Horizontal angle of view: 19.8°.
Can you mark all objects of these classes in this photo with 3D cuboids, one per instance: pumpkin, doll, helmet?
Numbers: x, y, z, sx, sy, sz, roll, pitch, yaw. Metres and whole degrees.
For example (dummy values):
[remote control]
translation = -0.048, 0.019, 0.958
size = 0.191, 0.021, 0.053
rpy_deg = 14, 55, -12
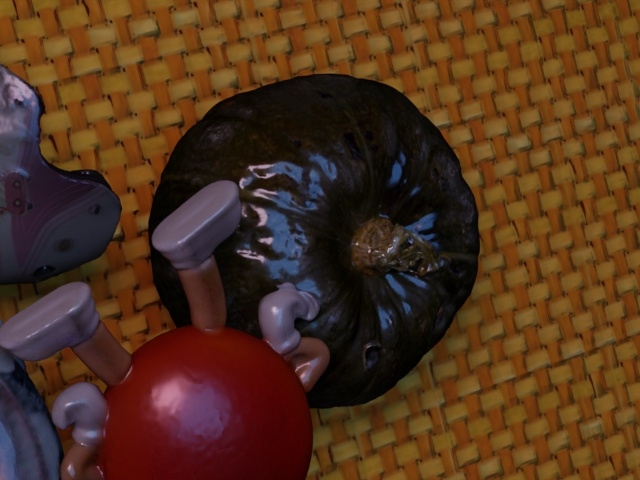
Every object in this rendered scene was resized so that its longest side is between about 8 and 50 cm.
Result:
[pumpkin]
translation = 0.000, 0.000, 1.168
size = 0.223, 0.157, 0.224
rpy_deg = -3, 94, -36
[doll]
translation = -0.070, 0.092, 1.055
size = 0.183, 0.085, 0.217
rpy_deg = -35, 116, -15
[helmet]
translation = -0.205, -0.044, 1.073
size = 0.107, 0.153, 0.177
rpy_deg = -37, 102, -10

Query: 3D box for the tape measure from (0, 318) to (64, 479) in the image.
[tape measure]
translation = -0.274, 0.143, 1.018
size = 0.256, 0.147, 0.275
rpy_deg = -6, 84, -31
